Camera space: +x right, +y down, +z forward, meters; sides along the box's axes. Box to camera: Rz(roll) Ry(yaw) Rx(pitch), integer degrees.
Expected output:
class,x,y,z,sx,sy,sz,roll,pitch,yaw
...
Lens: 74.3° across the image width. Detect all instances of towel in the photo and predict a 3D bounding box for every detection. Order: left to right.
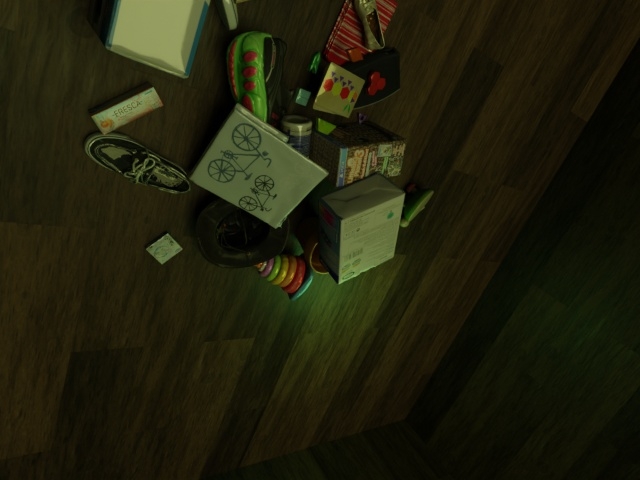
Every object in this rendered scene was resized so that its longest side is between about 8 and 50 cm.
class,x,y,z,sx,sy,sz,roll,pitch,yaw
towel,0.137,-0.710,1.426,0.198,0.031,0.275,11,113,-42

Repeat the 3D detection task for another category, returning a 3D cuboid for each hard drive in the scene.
class,x,y,z,sx,sy,sz,roll,pitch,yaw
hard drive,0.180,-0.567,1.500,0.254,0.054,0.172,-28,134,-20

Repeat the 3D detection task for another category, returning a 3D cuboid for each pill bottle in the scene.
class,x,y,z,sx,sy,sz,roll,pitch,yaw
pill bottle,-0.092,-0.331,1.471,0.112,0.112,0.187,-13,127,-29

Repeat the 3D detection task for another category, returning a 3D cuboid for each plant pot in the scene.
class,x,y,z,sx,sy,sz,roll,pitch,yaw
plant pot,0.000,0.000,1.724,0.205,0.188,0.205,-19,131,-24

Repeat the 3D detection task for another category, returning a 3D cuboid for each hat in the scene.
class,x,y,z,sx,sy,sz,roll,pitch,yaw
hat,-0.281,-0.054,1.518,0.331,0.134,0.331,-8,120,-14

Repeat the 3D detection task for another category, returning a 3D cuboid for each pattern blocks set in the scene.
class,x,y,z,sx,sy,sz,roll,pitch,yaw
pattern blocks set,0.062,-0.491,1.397,0.324,0.026,0.285,18,107,-48

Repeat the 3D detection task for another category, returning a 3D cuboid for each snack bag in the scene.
class,x,y,z,sx,sy,sz,roll,pitch,yaw
snack bag,-0.186,-0.207,1.295,0.342,0.037,0.323,30,131,-21

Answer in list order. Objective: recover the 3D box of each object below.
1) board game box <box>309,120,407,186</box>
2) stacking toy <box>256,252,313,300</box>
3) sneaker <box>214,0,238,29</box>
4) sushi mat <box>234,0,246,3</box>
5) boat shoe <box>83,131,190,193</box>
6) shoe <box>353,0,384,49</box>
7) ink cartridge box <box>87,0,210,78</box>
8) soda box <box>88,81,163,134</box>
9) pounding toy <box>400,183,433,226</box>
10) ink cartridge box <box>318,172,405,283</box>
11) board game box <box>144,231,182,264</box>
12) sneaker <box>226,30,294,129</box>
class,x,y,z,sx,sy,sz,roll,pitch,yaw
board game box,0.123,-0.326,1.549,0.291,0.232,0.141,-15,127,-29
stacking toy,-0.194,0.108,1.705,0.301,0.166,0.175,21,119,-32
sneaker,-0.239,-0.697,1.108,0.091,0.094,0.258,-21,130,-18
sushi mat,-0.098,-0.741,1.118,0.316,0.019,0.151,-26,134,-22
boat shoe,-0.525,-0.214,1.238,0.306,0.105,0.113,29,101,-45
shoe,0.164,-0.726,1.370,0.076,0.058,0.219,-38,137,-12
ink cartridge box,-0.370,-0.553,0.903,0.166,0.395,0.286,8,115,-37
soda box,-0.531,-0.364,1.156,0.183,0.063,0.058,-32,134,-14
pounding toy,0.427,-0.181,1.993,0.183,0.110,0.237,-45,167,-16
ink cartridge box,0.138,-0.017,1.550,0.270,0.151,0.396,-24,139,-21
board game box,-0.541,0.026,1.461,0.090,0.020,0.090,-38,135,-9
sneaker,-0.168,-0.390,1.318,0.202,0.185,0.483,-31,147,-35
